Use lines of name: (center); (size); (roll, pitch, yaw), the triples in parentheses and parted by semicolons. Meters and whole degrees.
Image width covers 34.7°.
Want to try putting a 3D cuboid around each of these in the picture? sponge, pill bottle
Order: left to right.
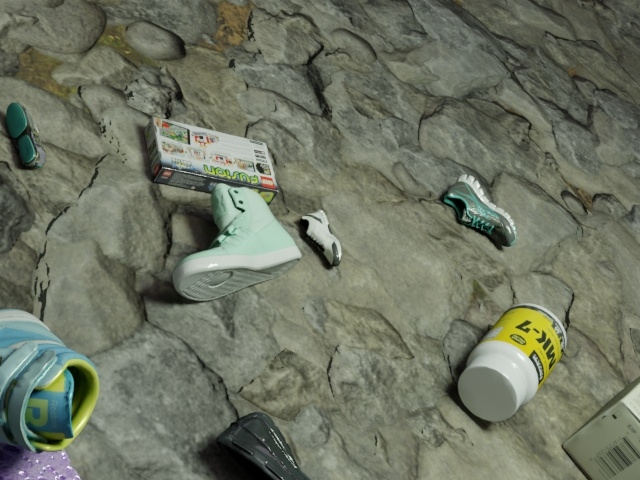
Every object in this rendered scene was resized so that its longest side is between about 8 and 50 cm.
sponge: (-0.311, 0.285, 1.110); (0.117, 0.031, 0.210); (-15, 62, -47)
pill bottle: (0.305, 0.194, 1.631); (0.119, 0.119, 0.208); (44, 38, 7)

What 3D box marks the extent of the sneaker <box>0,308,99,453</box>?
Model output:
sneaker: (-0.371, 0.158, 1.047); (0.208, 0.127, 0.319); (19, 23, 39)

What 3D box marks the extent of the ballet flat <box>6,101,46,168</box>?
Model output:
ballet flat: (-0.418, -0.147, 1.460); (0.041, 0.041, 0.114); (0, 53, -39)

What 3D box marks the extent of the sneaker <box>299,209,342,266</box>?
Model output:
sneaker: (0.000, 0.000, 1.651); (0.044, 0.040, 0.109); (-11, 54, -25)

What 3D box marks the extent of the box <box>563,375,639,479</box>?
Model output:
box: (0.531, 0.305, 1.677); (0.232, 0.148, 0.127); (-22, 68, -48)

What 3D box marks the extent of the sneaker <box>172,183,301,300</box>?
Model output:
sneaker: (-0.149, -0.004, 1.479); (0.256, 0.094, 0.151); (-13, 66, -56)

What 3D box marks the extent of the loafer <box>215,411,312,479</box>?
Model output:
loafer: (-0.046, 0.317, 1.266); (0.078, 0.076, 0.223); (-28, 73, -35)

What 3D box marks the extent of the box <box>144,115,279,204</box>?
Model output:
box: (-0.173, -0.126, 1.632); (0.207, 0.036, 0.114); (11, 46, -31)

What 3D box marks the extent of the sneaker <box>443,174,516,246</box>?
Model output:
sneaker: (0.295, -0.044, 1.923); (0.076, 0.065, 0.166); (-31, 70, -33)
